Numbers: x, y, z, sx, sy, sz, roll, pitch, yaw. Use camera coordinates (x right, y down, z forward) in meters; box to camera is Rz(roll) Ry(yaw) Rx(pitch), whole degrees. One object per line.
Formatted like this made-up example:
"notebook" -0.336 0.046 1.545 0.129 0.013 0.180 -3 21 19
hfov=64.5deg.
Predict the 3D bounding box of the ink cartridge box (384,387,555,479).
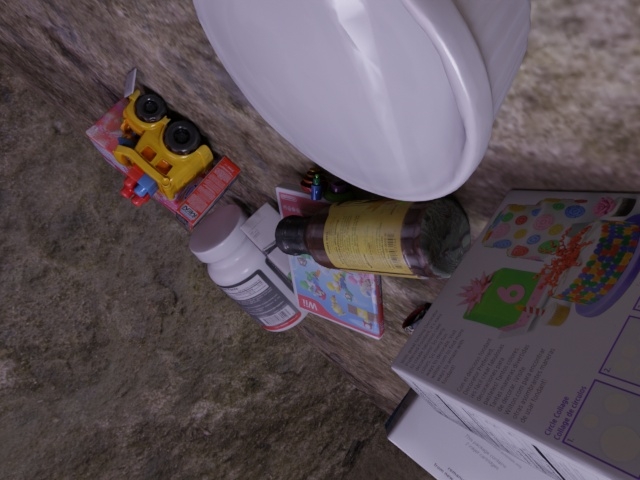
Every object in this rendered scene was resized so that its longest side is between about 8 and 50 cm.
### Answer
"ink cartridge box" 0.242 0.205 0.671 0.197 0.270 0.198 36 170 14

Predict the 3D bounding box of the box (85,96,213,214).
"box" -0.428 -0.208 1.313 0.299 0.142 0.154 36 164 10

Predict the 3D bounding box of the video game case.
"video game case" 0.021 0.040 0.939 0.204 0.025 0.285 17 130 33

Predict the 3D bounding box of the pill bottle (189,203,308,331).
"pill bottle" -0.185 0.080 1.435 0.210 0.210 0.363 20 155 50

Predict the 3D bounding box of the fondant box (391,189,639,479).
"fondant box" 0.246 0.080 0.407 0.096 0.238 0.330 46 163 -28

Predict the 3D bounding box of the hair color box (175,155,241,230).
"hair color box" -0.258 -0.106 1.163 0.053 0.167 0.093 41 165 -8

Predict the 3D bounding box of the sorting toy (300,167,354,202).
"sorting toy" 0.008 -0.094 0.832 0.101 0.061 0.042 21 122 32

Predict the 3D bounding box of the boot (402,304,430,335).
"boot" 0.266 0.207 0.999 0.178 0.085 0.236 42 163 0

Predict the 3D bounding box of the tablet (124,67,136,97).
"tablet" -0.410 -0.339 1.090 0.006 0.054 0.083 7 -177 -32

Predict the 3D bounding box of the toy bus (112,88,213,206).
"toy bus" -0.386 -0.192 1.142 0.220 0.211 0.149 41 166 -1

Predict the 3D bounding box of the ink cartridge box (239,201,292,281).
"ink cartridge box" -0.067 0.033 1.176 0.219 0.092 0.160 44 173 21

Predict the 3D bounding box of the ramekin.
"ramekin" 0.036 -0.167 0.408 0.272 0.127 0.273 37 164 12

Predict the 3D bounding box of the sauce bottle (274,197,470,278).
"sauce bottle" 0.052 -0.007 0.761 0.344 0.111 0.111 3 142 49
